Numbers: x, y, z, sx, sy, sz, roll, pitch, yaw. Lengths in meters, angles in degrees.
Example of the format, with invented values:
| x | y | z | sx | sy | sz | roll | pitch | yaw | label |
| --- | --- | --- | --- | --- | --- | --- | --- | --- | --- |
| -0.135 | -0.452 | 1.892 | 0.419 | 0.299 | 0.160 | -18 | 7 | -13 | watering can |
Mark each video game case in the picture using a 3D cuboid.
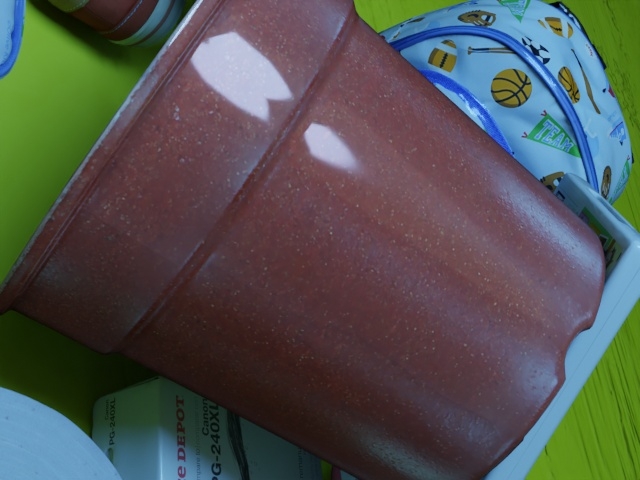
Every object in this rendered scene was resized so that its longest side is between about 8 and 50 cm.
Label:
| x | y | z | sx | sy | sz | roll | pitch | yaw | label |
| --- | --- | --- | --- | --- | --- | --- | --- | --- | --- |
| 0.136 | 0.070 | 0.678 | 0.023 | 0.212 | 0.193 | 27 | 15 | -5 | video game case |

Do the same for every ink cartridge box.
| x | y | z | sx | sy | sz | roll | pitch | yaw | label |
| --- | --- | --- | --- | --- | --- | --- | --- | --- | --- |
| -0.068 | 0.157 | 0.661 | 0.150 | 0.063 | 0.109 | 22 | 54 | -46 | ink cartridge box |

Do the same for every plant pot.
| x | y | z | sx | sy | sz | roll | pitch | yaw | label |
| --- | --- | --- | --- | --- | --- | --- | --- | --- | --- |
| 0.000 | 0.000 | 0.598 | 0.265 | 0.272 | 0.272 | 35 | 42 | -11 | plant pot |

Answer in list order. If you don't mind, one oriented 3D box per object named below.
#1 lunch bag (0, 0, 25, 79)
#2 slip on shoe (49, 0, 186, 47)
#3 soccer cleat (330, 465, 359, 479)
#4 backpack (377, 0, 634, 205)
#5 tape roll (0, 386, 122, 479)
| x | y | z | sx | sy | sz | roll | pitch | yaw | label |
| --- | --- | --- | --- | --- | --- | --- | --- | --- | --- |
| -0.249 | -0.228 | 0.545 | 0.243 | 0.115 | 0.303 | 27 | 63 | -65 | lunch bag |
| -0.162 | -0.305 | 0.764 | 0.101 | 0.123 | 0.331 | 14 | 65 | -44 | slip on shoe |
| 0.069 | 0.188 | 0.766 | 0.248 | 0.083 | 0.095 | 17 | 61 | -68 | soccer cleat |
| 0.110 | -0.071 | 0.854 | 0.276 | 0.263 | 0.213 | 57 | 36 | -15 | backpack |
| -0.182 | 0.181 | 0.490 | 0.219 | 0.072 | 0.219 | 31 | 47 | -40 | tape roll |
